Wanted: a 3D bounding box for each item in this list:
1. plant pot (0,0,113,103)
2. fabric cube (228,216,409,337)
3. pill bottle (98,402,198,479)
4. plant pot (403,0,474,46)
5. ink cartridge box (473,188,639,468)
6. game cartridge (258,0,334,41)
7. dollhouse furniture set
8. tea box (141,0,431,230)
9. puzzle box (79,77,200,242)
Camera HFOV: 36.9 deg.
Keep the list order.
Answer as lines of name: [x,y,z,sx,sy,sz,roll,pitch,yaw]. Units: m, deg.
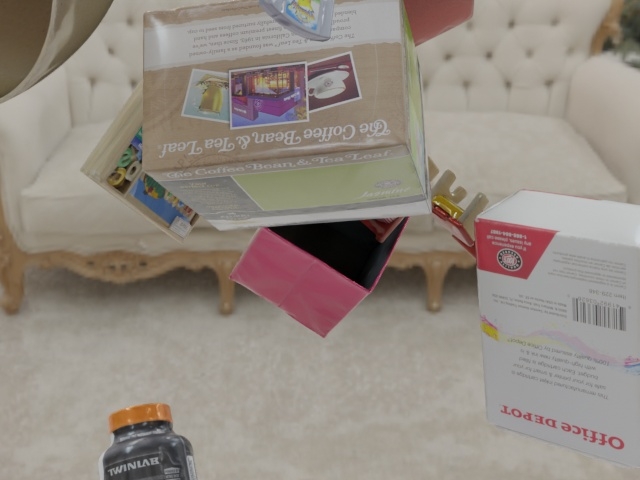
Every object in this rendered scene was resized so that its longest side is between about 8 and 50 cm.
plant pot: [-0.278,-0.277,0.839,0.284,0.284,0.191,16,30,23]
fabric cube: [0.000,0.000,1.998,0.259,0.258,0.254,32,58,-4]
pill bottle: [-0.224,0.345,1.278,0.130,0.130,0.246,-8,68,-16]
plant pot: [0.091,-0.470,1.549,0.267,0.236,0.267,-29,74,-11]
ink cartridge box: [0.327,0.106,1.222,0.226,0.306,0.131,12,31,38]
game cartridge: [-0.020,-0.217,0.877,0.083,0.056,0.017,20,-17,-41]
dollhouse furniture set: [0.163,-0.061,1.744,0.152,0.201,0.374,-46,47,-2]
tea box: [-0.031,-0.162,1.290,0.328,0.220,0.323,-4,-13,10]
puzzle box: [-0.273,-0.167,1.806,0.052,0.272,0.409,30,-6,18]
